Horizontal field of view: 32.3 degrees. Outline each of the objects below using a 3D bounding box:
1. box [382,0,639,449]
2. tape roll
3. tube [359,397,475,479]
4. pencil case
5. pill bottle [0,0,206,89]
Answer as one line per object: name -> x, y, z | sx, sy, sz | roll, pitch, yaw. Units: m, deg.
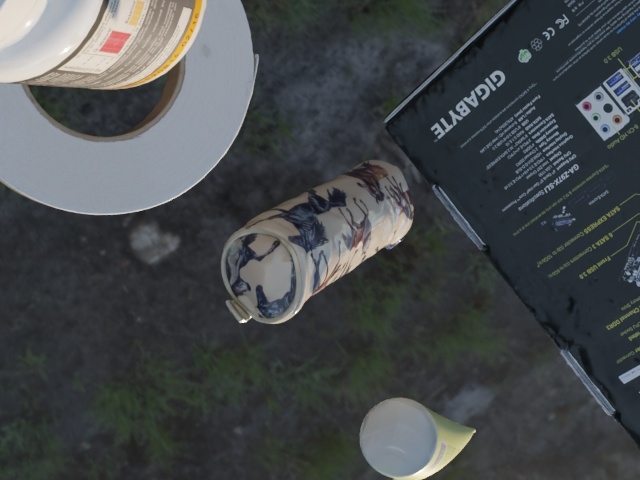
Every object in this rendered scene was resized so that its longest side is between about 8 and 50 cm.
box -> 0.221, -0.060, 0.545 | 0.322, 0.257, 0.079 | -42, 175, 38
tape roll -> -0.273, -0.224, 1.366 | 0.392, 0.072, 0.392 | -2, 94, -23
tube -> 0.082, 0.177, 0.945 | 0.240, 0.070, 0.062 | 47, 53, -70
pencil case -> 0.000, 0.000, 1.828 | 0.410, 0.160, 0.183 | -32, 151, -53
pill bottle -> -0.197, -0.189, 0.771 | 0.162, 0.162, 0.278 | -51, 173, 13
